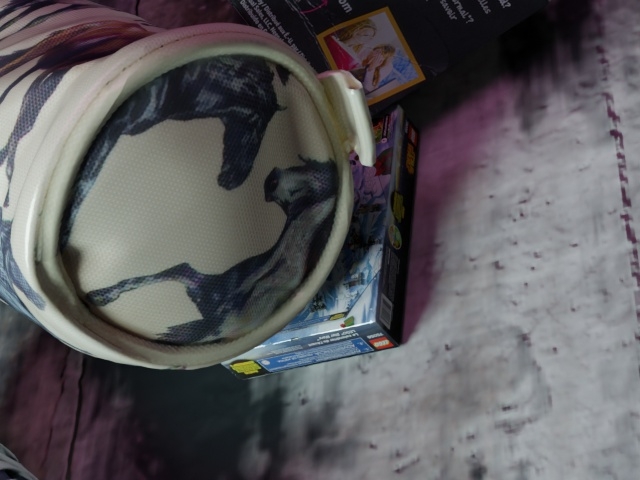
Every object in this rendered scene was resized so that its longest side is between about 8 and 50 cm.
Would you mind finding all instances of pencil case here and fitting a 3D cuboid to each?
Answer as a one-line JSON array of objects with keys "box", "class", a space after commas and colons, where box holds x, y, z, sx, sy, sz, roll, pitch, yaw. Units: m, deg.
[{"box": [-0.143, -0.062, 0.711, 0.183, 0.160, 0.410, -44, 34, -16], "class": "pencil case"}]

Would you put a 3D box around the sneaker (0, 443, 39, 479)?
[{"box": [-0.147, 0.132, 0.626, 0.153, 0.099, 0.282, -37, 48, 15], "class": "sneaker"}]

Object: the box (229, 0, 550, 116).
[{"box": [-0.001, -0.205, 0.726, 0.142, 0.163, 0.247, -33, 36, 8], "class": "box"}]

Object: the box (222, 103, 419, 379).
[{"box": [0.000, 0.000, 0.676, 0.094, 0.027, 0.137, -14, 49, 29], "class": "box"}]
